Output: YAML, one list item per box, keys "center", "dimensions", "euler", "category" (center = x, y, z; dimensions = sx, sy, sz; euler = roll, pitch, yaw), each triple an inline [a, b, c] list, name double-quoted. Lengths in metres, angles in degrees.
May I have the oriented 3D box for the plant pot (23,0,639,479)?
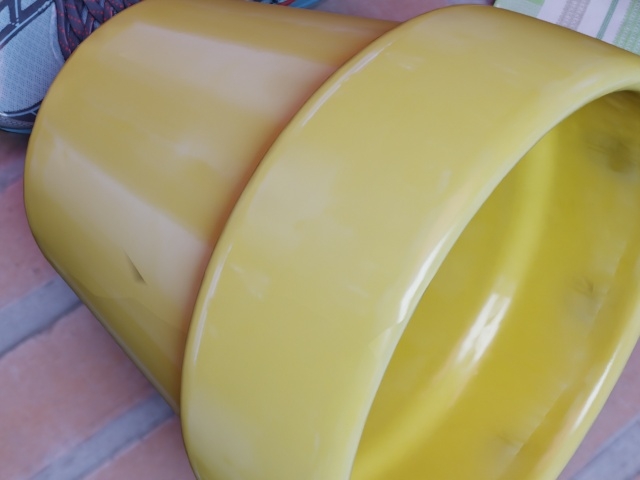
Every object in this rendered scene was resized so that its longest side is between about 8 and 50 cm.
- center: [0.000, 0.000, 0.507]
  dimensions: [0.239, 0.254, 0.254]
  euler: [28, 63, 32]
  category: "plant pot"

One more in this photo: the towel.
- center: [0.197, -0.159, 0.711]
  dimensions: [0.152, 0.023, 0.113]
  euler: [21, 62, 11]
  category: "towel"

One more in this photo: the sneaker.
- center: [-0.096, -0.147, 0.607]
  dimensions: [0.262, 0.125, 0.104]
  euler: [-29, 91, 3]
  category: "sneaker"
